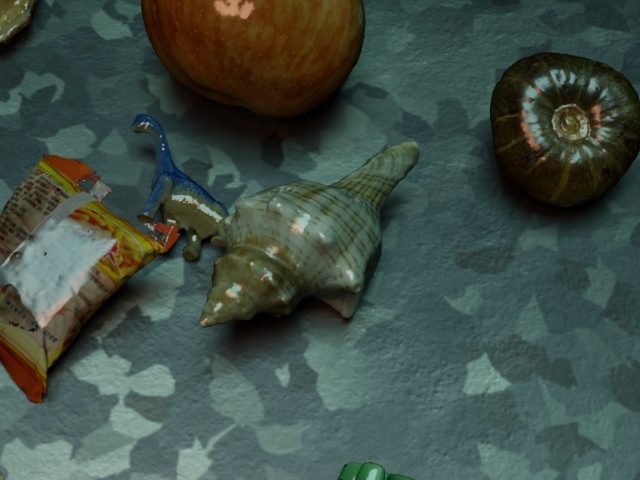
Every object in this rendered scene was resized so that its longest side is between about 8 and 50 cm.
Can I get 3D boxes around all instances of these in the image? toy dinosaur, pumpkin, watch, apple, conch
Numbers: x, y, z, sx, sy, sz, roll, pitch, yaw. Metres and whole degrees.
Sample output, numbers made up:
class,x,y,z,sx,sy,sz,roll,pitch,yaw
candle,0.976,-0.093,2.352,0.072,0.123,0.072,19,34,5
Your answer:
class,x,y,z,sx,sy,sz,roll,pitch,yaw
toy dinosaur,-0.157,-0.067,1.637,0.247,0.075,0.188,16,55,-4
pumpkin,0.338,-0.149,1.674,0.218,0.162,0.219,1,84,-9
watch,0.083,0.343,1.372,0.165,0.131,0.152,16,76,2
apple,-0.093,-0.293,1.679,0.309,0.277,0.250,0,97,15
conch,0.006,0.006,1.533,0.386,0.203,0.169,-27,33,-17

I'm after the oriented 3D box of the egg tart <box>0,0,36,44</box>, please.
class,x,y,z,sx,sy,sz,roll,pitch,yaw
egg tart,-0.583,-0.411,1.805,0.341,0.129,0.341,2,56,-4

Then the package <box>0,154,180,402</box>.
class,x,y,z,sx,sy,sz,roll,pitch,yaw
package,-0.344,0.038,1.517,0.223,0.108,0.288,33,80,15

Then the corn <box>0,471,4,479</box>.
class,x,y,z,sx,sy,sz,roll,pitch,yaw
corn,-0.450,0.322,1.368,0.206,0.067,0.067,-33,65,-21
